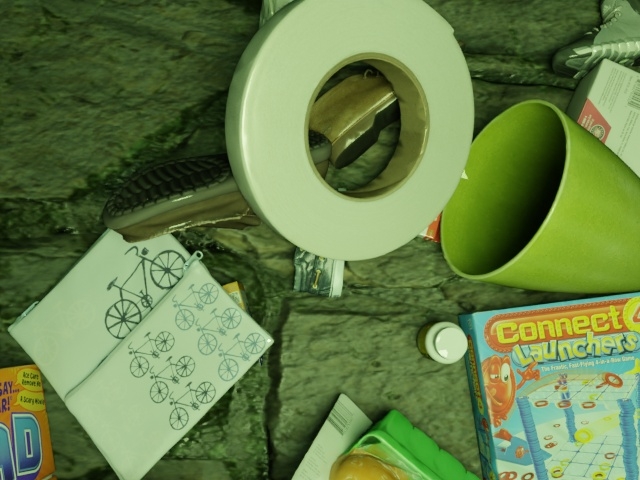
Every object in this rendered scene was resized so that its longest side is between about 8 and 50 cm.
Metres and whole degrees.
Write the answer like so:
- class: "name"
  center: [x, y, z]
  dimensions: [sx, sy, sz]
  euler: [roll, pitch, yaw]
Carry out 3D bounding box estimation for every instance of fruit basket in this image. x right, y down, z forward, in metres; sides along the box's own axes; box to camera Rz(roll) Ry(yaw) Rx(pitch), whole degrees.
- class: "fruit basket"
  center: [0.088, 0.415, 0.748]
  dimensions: [0.327, 0.353, 0.165]
  euler: [38, 126, 4]

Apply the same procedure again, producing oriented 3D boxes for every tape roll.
- class: "tape roll"
  center: [0.056, -0.164, 0.823]
  dimensions: [0.391, 0.072, 0.392]
  euler: [-8, 108, -25]

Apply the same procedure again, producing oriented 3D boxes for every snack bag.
- class: "snack bag"
  center: [-0.289, 0.145, 0.874]
  dimensions: [0.323, 0.037, 0.342]
  euler: [-45, 76, 4]

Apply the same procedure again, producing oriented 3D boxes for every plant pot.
- class: "plant pot"
  center: [0.384, -0.029, 0.866]
  dimensions: [0.293, 0.274, 0.275]
  euler: [19, 81, -18]

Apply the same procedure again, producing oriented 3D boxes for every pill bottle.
- class: "pill bottle"
  center: [0.192, 0.160, 0.887]
  dimensions: [0.065, 0.116, 0.065]
  euler: [0, 81, -1]

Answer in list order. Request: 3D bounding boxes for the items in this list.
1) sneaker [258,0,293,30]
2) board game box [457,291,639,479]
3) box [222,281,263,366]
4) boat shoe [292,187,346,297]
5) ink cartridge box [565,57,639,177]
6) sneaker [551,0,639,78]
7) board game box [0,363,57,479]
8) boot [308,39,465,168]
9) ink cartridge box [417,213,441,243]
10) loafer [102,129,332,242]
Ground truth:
- class: "sneaker"
  center: [-0.068, -0.327, 0.938]
  dimensions: [0.114, 0.152, 0.305]
  euler: [3, 83, -3]
- class: "board game box"
  center: [0.399, 0.247, 0.894]
  dimensions: [0.308, 0.086, 0.302]
  euler: [-7, 82, -2]
- class: "box"
  center: [-0.122, 0.136, 0.904]
  dimensions: [0.028, 0.081, 0.136]
  euler: [-15, 82, -3]
- class: "boat shoe"
  center: [0.000, 0.000, 0.933]
  dimensions: [0.083, 0.065, 0.184]
  euler: [6, 83, -4]
- class: "ink cartridge box"
  center: [0.534, -0.168, 0.950]
  dimensions: [0.237, 0.100, 0.172]
  euler: [25, 82, 4]
- class: "sneaker"
  center: [0.494, -0.367, 0.996]
  dimensions: [0.228, 0.086, 0.132]
  euler: [-10, 77, -13]
- class: "board game box"
  center: [-0.589, 0.383, 0.720]
  dimensions: [0.356, 0.356, 0.357]
  euler: [-12, 82, -3]
- class: "boot"
  center: [0.109, -0.261, 0.960]
  dimensions: [0.305, 0.112, 0.115]
  euler: [-38, 73, -4]
- class: "ink cartridge box"
  center: [0.180, -0.035, 0.960]
  dimensions: [0.115, 0.029, 0.063]
  euler: [18, 81, 2]
- class: "loafer"
  center: [-0.141, -0.061, 0.870]
  dimensions: [0.365, 0.134, 0.130]
  euler: [-18, 124, -17]
